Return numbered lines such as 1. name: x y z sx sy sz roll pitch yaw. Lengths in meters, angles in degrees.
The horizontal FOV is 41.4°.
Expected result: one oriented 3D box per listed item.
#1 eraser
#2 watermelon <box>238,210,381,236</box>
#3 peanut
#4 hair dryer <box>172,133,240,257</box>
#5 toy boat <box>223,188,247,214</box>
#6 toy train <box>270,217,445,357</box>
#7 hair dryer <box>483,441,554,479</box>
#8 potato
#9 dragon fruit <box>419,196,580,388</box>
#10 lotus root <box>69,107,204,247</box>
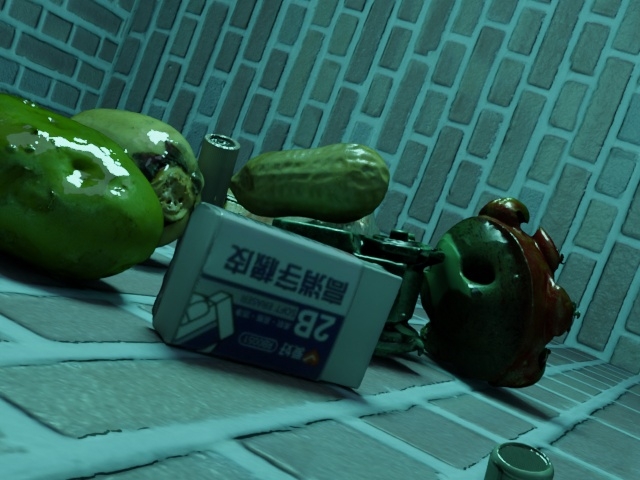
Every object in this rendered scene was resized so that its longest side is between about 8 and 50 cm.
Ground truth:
1. eraser: -0.036 0.055 0.786 0.210 0.124 0.068 20 2 -32
2. watermelon: 0.000 0.000 1.422 0.310 0.232 0.193 33 33 -9
3. peanut: -0.018 -0.076 1.178 0.236 0.110 0.120 -2 18 24
4. hair dryer: -0.134 -0.015 1.128 0.053 0.195 0.220 7 24 -25
5. toy boat: -0.165 -0.038 1.714 0.321 0.089 0.121 29 36 -9
6. toy train: 0.041 0.057 1.154 0.238 0.167 0.299 11 0 12
7. hair dryer: 0.085 0.162 0.476 0.038 0.063 0.124 25 24 39
8. potato: -0.275 -0.048 0.830 0.253 0.148 0.186 30 20 10
9. dragon fruit: 0.240 0.076 1.222 0.130 0.268 0.295 3 37 -17
10. lotus root: -0.293 -0.091 1.152 0.310 0.183 0.183 17 0 34
